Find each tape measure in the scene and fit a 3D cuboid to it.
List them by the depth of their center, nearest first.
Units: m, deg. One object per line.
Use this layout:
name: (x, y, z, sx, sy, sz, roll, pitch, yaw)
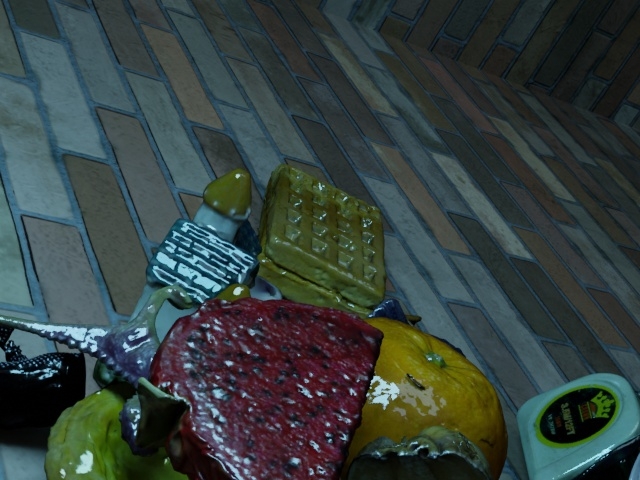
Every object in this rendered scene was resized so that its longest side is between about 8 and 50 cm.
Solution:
tape measure: (0.399, 0.307, 1.666, 0.235, 0.207, 0.115, -87, 152, -62)

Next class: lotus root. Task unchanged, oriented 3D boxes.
lotus root: (0.133, 0.303, 1.257, 0.167, 0.329, 0.078, 1, 45, 17)

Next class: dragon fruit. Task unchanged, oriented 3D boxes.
dragon fruit: (-0.078, 0.180, 1.107, 0.205, 0.152, 0.317, 26, 33, 1)

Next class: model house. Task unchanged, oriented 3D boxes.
model house: (-0.118, 0.060, 1.429, 0.190, 0.300, 0.271, 28, 25, 9)

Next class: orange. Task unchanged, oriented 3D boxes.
orange: (0.092, 0.229, 1.418, 0.284, 0.226, 0.284, 32, 16, -11)

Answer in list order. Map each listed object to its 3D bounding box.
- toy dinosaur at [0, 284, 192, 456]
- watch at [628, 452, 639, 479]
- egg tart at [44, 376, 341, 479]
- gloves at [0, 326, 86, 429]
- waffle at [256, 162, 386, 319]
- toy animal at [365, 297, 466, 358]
toy dinosaur: (-0.215, 0.112, 1.195, 0.251, 0.072, 0.200, 45, 38, 14)
watch: (0.504, 0.365, 1.477, 0.196, 0.231, 0.244, 24, 23, -14)
egg tart: (-0.132, 0.280, 1.185, 0.345, 0.132, 0.345, 26, 26, -13)
gloves: (-0.353, 0.154, 1.238, 0.181, 0.106, 0.129, 1, 27, 1)
waffle: (0.000, 0.000, 1.892, 0.224, 0.098, 0.327, 28, 26, -12)
toy animal: (0.146, 0.185, 1.656, 0.185, 0.122, 0.298, 51, 1, 34)
